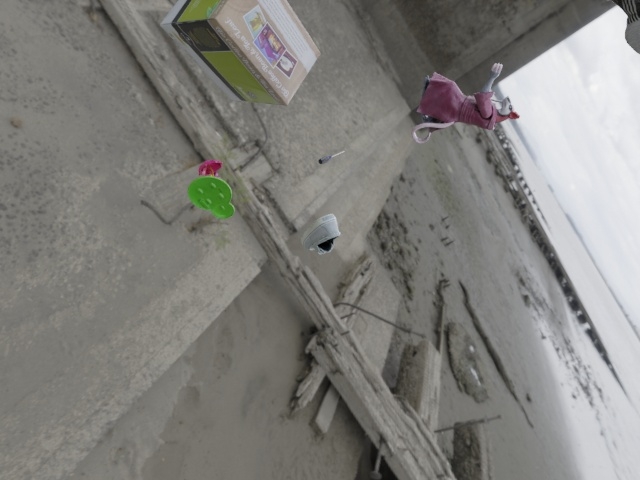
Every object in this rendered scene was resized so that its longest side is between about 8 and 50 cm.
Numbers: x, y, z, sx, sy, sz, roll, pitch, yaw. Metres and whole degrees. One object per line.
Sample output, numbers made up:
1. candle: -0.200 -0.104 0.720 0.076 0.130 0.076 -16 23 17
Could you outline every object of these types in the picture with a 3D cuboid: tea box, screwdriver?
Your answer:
1. tea box: -0.238 -0.612 1.287 0.220 0.323 0.329 -59 139 -9
2. screwdriver: 0.048 -0.326 1.621 0.024 0.025 0.170 35 45 20

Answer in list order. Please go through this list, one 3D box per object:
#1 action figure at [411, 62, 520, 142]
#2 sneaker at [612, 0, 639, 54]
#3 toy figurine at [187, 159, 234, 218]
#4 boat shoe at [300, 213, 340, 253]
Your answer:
1. action figure: 0.534 -0.478 1.546 0.369 0.276 0.248 26 1 29
2. sneaker: 0.785 -0.593 0.986 0.210 0.137 0.366 -41 87 -18
3. toy figurine: -0.331 -0.179 1.332 0.159 0.130 0.173 -99 163 -45
4. boat shoe: 0.001 0.000 1.224 0.079 0.227 0.081 -19 77 -20
